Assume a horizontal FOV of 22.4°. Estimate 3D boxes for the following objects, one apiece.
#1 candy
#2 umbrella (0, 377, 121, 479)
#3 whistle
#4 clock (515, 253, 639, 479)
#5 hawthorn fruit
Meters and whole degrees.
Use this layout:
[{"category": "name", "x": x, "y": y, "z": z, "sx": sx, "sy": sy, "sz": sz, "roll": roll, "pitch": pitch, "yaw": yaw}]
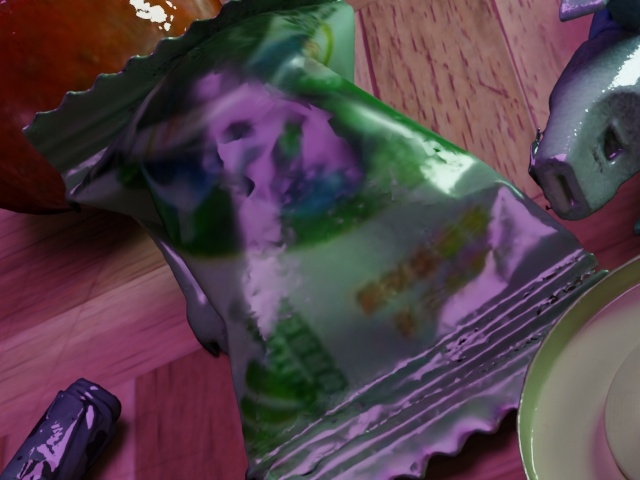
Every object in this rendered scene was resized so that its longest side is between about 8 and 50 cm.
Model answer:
[{"category": "candy", "x": -0.002, "y": -0.003, "z": 1.065, "sx": 0.263, "sy": 0.172, "sz": 0.398, "roll": -39, "pitch": 49, "yaw": 0}, {"category": "umbrella", "x": -0.212, "y": 0.199, "z": 1.082, "sx": 0.053, "sy": 0.052, "sz": 0.250, "roll": 10, "pitch": 54, "yaw": 34}, {"category": "whistle", "x": 0.204, "y": -0.109, "z": 1.010, "sx": 0.093, "sy": 0.180, "sz": 0.269, "roll": 0, "pitch": 39, "yaw": 36}, {"category": "clock", "x": 0.219, "y": 0.086, "z": 0.874, "sx": 0.235, "sy": 0.029, "sz": 0.235, "roll": -16, "pitch": 44, "yaw": 16}, {"category": "hawthorn fruit", "x": -0.209, "y": -0.142, "z": 1.306, "sx": 0.284, "sy": 0.284, "sz": 0.284, "roll": -21, "pitch": 38, "yaw": 17}]
